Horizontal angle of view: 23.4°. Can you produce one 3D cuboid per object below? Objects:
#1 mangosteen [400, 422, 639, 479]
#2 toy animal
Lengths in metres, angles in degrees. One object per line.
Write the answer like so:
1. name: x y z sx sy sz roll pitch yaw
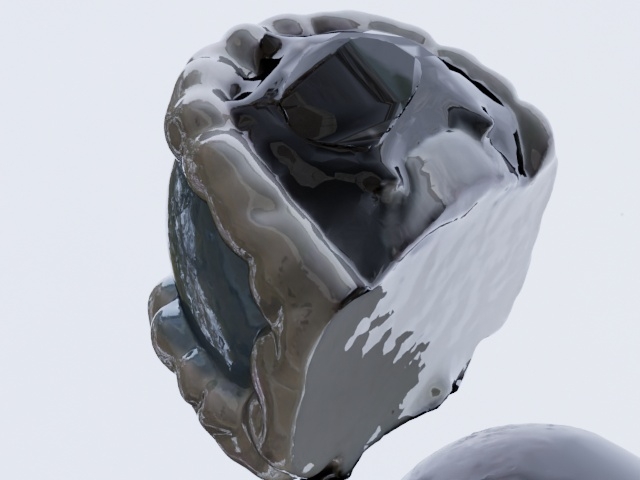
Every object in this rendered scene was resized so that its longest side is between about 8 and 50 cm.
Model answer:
1. mangosteen: 0.104 0.270 0.966 0.347 0.307 0.306 -3 -90 -8
2. toy animal: 0.000 0.000 0.748 0.156 0.208 0.204 33 -47 26
